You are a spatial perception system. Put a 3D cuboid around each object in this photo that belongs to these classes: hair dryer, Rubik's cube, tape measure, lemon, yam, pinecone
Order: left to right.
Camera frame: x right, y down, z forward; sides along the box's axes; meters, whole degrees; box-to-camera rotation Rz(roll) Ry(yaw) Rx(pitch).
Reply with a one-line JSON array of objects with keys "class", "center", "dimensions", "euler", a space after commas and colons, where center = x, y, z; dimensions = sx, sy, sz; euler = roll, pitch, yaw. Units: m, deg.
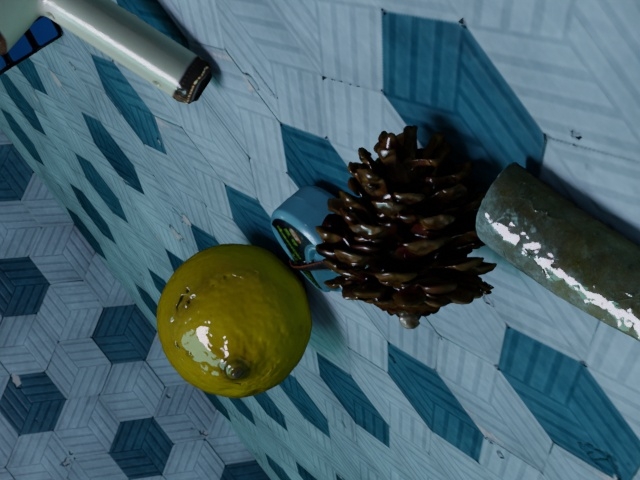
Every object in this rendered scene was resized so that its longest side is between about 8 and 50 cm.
[{"class": "Rubik's cube", "center": [-0.560, -0.384, 1.559], "dimensions": [0.163, 0.161, 0.162], "euler": [32, 152, 45]}, {"class": "hair dryer", "center": [-0.271, -0.270, 1.119], "dimensions": [0.362, 0.203, 0.128], "euler": [32, 160, -1]}, {"class": "lemon", "center": [-0.130, 0.119, 1.383], "dimensions": [0.228, 0.228, 0.253], "euler": [55, 162, -7]}, {"class": "tape measure", "center": [0.000, 0.000, 1.082], "dimensions": [0.125, 0.081, 0.146], "euler": [54, 161, -14]}, {"class": "pinecone", "center": [0.074, -0.012, 0.793], "dimensions": [0.173, 0.174, 0.173], "euler": [44, 160, 21]}, {"class": "yam", "center": [0.191, 0.015, 0.689], "dimensions": [0.169, 0.068, 0.068], "euler": [42, 159, 31]}]
